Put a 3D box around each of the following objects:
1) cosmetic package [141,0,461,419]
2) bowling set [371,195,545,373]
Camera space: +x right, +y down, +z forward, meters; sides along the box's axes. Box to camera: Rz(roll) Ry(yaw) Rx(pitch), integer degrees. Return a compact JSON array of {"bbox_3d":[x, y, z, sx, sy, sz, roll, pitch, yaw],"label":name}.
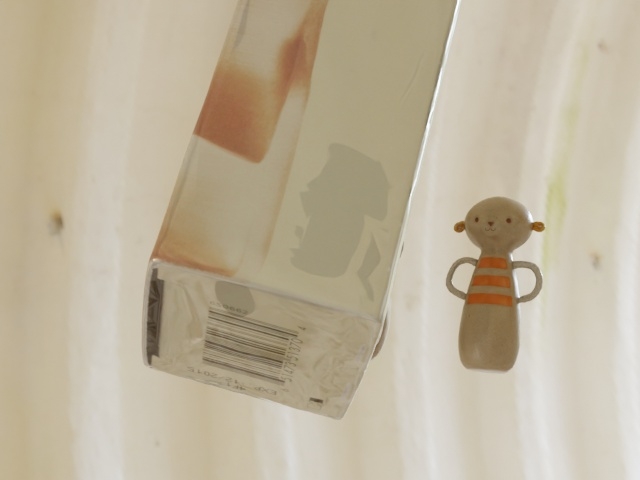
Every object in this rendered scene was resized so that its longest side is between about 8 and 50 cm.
[{"bbox_3d":[-0.003,-0.065,0.837,0.129,0.296,0.153,16,-30,1],"label":"cosmetic package"},{"bbox_3d":[0.000,0.000,0.984,0.287,0.154,0.200,2,-11,24],"label":"bowling set"}]
